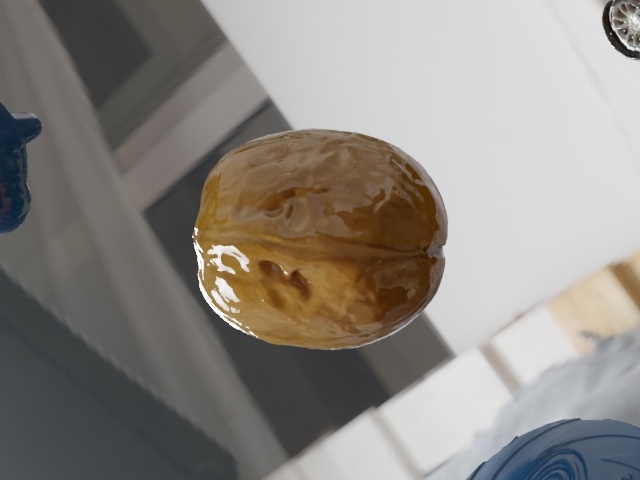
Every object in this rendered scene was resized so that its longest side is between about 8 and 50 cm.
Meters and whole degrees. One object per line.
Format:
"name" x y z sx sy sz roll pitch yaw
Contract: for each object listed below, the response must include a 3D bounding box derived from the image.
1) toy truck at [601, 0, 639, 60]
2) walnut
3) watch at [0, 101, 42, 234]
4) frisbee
"toy truck" 0.438 -0.157 1.446 0.173 0.388 0.207 -31 -8 -27
"walnut" 0.000 0.000 1.379 0.225 0.193 0.193 -4 5 14
"watch" -0.369 -0.082 1.460 0.241 0.305 0.274 -8 31 -13
"frisbee" 0.185 0.241 1.265 0.242 0.045 0.242 -23 43 24
